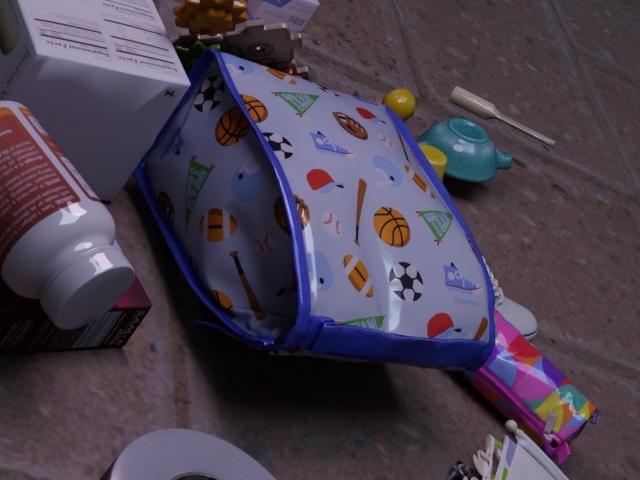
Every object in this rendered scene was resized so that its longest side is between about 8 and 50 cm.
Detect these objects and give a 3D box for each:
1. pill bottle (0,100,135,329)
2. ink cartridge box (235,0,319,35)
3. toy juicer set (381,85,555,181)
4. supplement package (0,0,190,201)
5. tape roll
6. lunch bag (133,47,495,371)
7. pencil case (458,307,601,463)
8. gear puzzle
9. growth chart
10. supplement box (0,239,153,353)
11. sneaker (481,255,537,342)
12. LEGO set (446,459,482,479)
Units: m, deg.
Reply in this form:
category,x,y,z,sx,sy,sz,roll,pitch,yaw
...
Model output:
category,x,y,z,sx,sy,sz,roll,pitch,yaw
pill bottle,-0.278,-0.023,1.365,0.216,0.121,0.121,50,33,19
ink cartridge box,-0.074,-0.334,2.117,0.089,0.122,0.052,14,35,-35
toy juicer set,0.192,-0.159,2.215,0.329,0.089,0.209,-16,48,-44
supplement package,-0.316,-0.215,1.637,0.198,0.199,0.262,8,43,-39
tape roll,-0.117,0.286,1.325,0.219,0.072,0.219,26,34,-20
lunch bag,0.000,0.000,1.660,0.328,0.239,0.385,9,37,-42
pencil case,0.252,0.177,1.825,0.236,0.104,0.104,44,32,11
gear puzzle,-0.103,-0.203,1.723,0.176,0.339,0.044,-7,66,2
growth chart,0.242,0.311,1.688,0.172,0.021,0.237,49,32,-3
supplement box,-0.305,0.045,1.440,0.239,0.073,0.130,0,48,-47
sneaker,0.202,0.069,1.915,0.258,0.091,0.094,23,35,-24
LEGO set,0.187,0.281,1.692,0.054,0.023,0.083,51,33,19
